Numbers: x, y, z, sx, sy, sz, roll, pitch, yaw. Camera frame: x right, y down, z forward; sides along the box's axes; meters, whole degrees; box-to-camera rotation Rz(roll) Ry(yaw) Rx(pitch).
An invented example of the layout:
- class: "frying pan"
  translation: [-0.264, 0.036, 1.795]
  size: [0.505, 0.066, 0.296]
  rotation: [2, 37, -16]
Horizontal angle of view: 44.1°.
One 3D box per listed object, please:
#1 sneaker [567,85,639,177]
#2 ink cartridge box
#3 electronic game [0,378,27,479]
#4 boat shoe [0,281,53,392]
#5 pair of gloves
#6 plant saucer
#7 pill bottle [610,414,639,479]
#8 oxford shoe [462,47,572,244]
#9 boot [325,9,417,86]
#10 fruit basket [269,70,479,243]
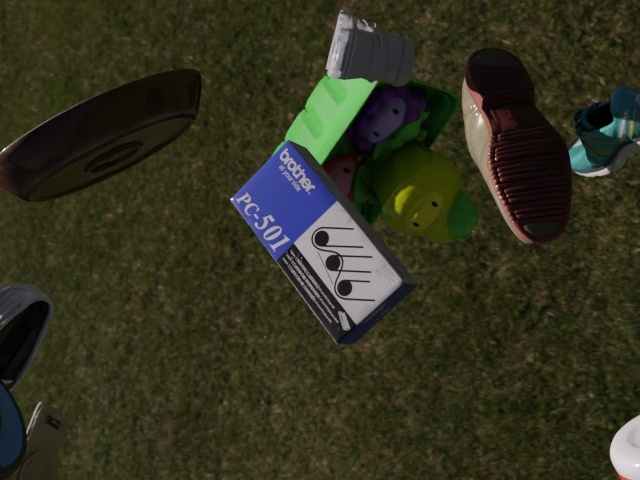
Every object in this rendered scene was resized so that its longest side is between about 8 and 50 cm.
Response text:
- class: "sneaker"
  translation: [0.454, -0.181, 1.257]
  size: [0.275, 0.110, 0.107]
  rotation: [118, 170, -76]
- class: "ink cartridge box"
  translation: [0.000, 0.000, 0.840]
  size: [0.097, 0.046, 0.207]
  rotation: [-45, 67, 15]
- class: "electronic game"
  translation: [-0.354, 0.126, 0.699]
  size: [0.048, 0.229, 0.229]
  rotation: [-45, 51, 1]
- class: "boat shoe"
  translation: [-0.426, 0.170, 0.990]
  size: [0.084, 0.095, 0.258]
  rotation: [11, 72, 49]
- class: "pair of gloves"
  translation: [-0.462, 0.310, 1.122]
  size: [0.042, 0.240, 0.204]
  rotation: [-9, 58, 21]
- class: "plant saucer"
  translation: [-0.154, -0.069, 0.565]
  size: [0.168, 0.168, 0.029]
  rotation: [-25, 94, 40]
- class: "pill bottle"
  translation: [0.643, 0.455, 1.344]
  size: [0.181, 0.181, 0.323]
  rotation: [-25, 100, 40]
- class: "oxford shoe"
  translation: [0.301, -0.133, 1.237]
  size: [0.130, 0.123, 0.348]
  rotation: [96, 169, -61]
- class: "boot"
  translation: [0.078, -0.279, 1.185]
  size: [0.258, 0.123, 0.095]
  rotation: [-87, 11, -65]
- class: "fruit basket"
  translation: [0.123, -0.134, 1.516]
  size: [0.392, 0.283, 0.392]
  rotation: [-7, 80, 43]
